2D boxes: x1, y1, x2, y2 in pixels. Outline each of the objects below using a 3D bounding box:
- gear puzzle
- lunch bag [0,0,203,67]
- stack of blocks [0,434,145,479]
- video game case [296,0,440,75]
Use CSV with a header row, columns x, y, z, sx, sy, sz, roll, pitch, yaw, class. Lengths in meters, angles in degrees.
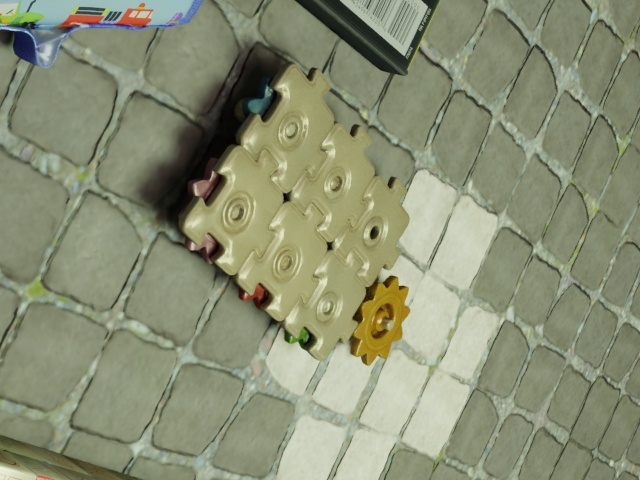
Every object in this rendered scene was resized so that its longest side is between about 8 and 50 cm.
x,y,z,sx,sy,sz,roll,pitch,yaw,class
0.000,0.000,1.015,0.175,0.044,0.339,-58,140,-14,gear puzzle
-0.144,-0.243,0.708,0.221,0.138,0.293,-11,123,-47,lunch bag
-0.193,0.255,0.875,0.297,0.087,0.171,32,82,-48,stack of blocks
0.036,-0.300,0.930,0.275,0.035,0.248,30,84,-48,video game case
